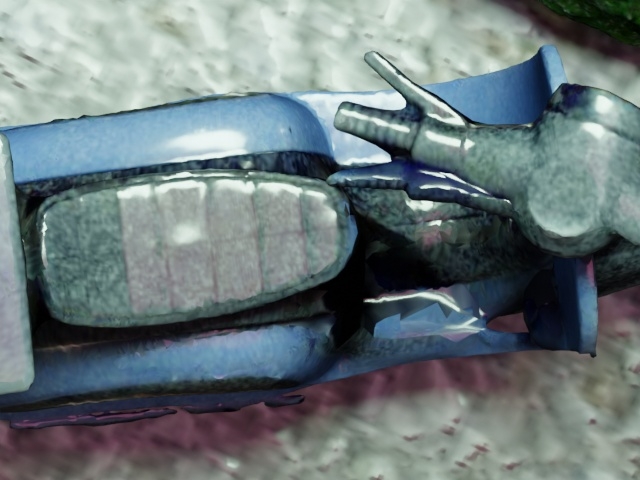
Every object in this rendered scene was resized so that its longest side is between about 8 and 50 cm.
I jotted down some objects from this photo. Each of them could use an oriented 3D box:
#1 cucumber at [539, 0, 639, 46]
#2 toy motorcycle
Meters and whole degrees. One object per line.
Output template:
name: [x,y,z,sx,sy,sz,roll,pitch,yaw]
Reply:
cucumber: [0.063,-0.150,0.660,0.265,0.077,0.077,30,86,-5]
toy motorcycle: [0.000,0.000,0.582,0.358,0.212,0.125,-7,90,-6]
